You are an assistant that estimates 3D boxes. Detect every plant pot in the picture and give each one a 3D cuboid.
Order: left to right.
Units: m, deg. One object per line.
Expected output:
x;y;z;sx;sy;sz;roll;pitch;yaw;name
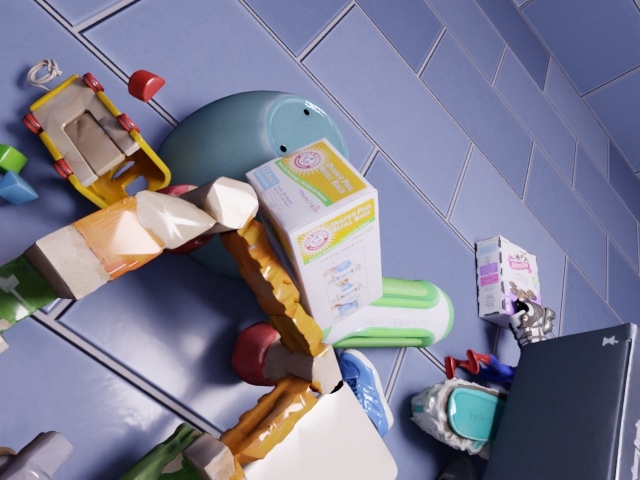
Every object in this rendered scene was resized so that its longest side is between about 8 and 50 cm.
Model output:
-0.071;-0.102;0.643;0.290;0.195;0.290;15;64;-33;plant pot

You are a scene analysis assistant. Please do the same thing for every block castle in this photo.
-0.221;0.152;0.421;0.453;0.213;0.303;-39;109;-35;block castle

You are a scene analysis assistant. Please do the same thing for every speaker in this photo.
0.085;0.117;0.723;0.297;0.131;0.131;10;67;-36;speaker

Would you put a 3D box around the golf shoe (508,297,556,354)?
0.432;0.204;0.914;0.094;0.077;0.198;33;43;1;golf shoe

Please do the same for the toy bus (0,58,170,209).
-0.278;-0.121;0.546;0.104;0.191;0.202;67;26;-62;toy bus

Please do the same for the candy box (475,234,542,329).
0.458;0.108;1.058;0.165;0.070;0.196;22;60;-30;candy box

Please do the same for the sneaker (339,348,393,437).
0.058;0.255;0.691;0.085;0.058;0.152;-28;97;-50;sneaker

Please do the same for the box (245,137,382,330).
0.000;0.000;0.526;0.103;0.203;0.114;-27;52;-13;box

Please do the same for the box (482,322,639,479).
0.493;0.380;0.672;0.395;0.212;0.293;43;56;-7;box

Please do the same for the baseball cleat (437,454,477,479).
0.197;0.435;0.720;0.109;0.072;0.206;48;49;-13;baseball cleat

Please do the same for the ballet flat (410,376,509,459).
0.342;0.348;0.813;0.409;0.147;0.147;24;58;-18;ballet flat

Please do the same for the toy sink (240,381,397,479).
-0.046;0.304;0.543;0.234;0.131;0.152;-34;95;-36;toy sink

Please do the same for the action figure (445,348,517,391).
0.390;0.316;0.910;0.280;0.091;0.139;16;57;-32;action figure
